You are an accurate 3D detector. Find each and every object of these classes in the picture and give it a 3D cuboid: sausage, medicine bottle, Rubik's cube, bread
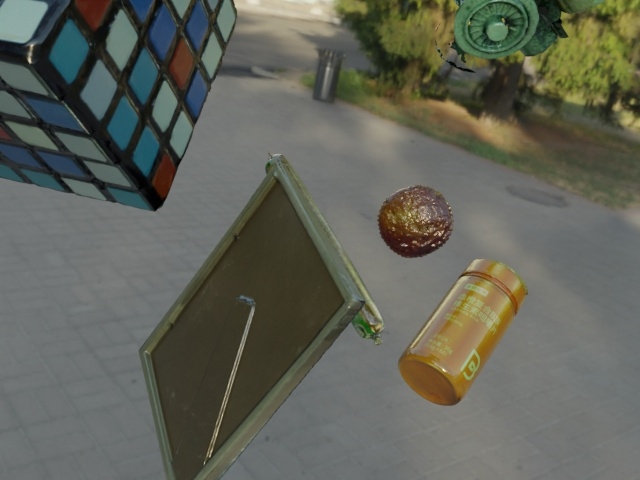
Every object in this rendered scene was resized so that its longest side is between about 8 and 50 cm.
[{"bbox_3d":[0.000,0.000,0.766,0.032,0.033,0.269,-4,51,-38],"label":"sausage"},{"bbox_3d":[0.190,0.120,0.952,0.096,0.096,0.192,24,54,29],"label":"medicine bottle"},{"bbox_3d":[-0.183,-0.151,0.476,0.187,0.184,0.182,14,-21,14],"label":"Rubik's cube"},{"bbox_3d":[0.106,-0.020,0.792,0.085,0.085,0.053,17,10,12],"label":"bread"}]

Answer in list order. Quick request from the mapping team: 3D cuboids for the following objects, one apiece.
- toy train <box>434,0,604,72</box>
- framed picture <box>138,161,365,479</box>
[{"bbox_3d":[0.126,-0.261,0.530,0.307,0.189,0.127,38,49,-33],"label":"toy train"},{"bbox_3d":[-0.078,0.079,0.625,0.023,0.260,0.189,20,27,-38],"label":"framed picture"}]
